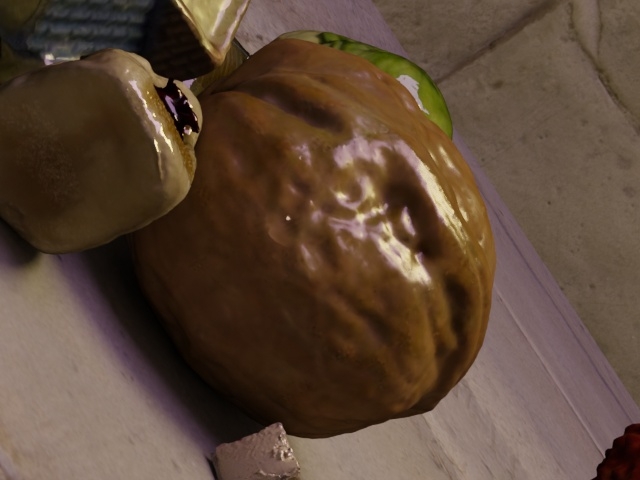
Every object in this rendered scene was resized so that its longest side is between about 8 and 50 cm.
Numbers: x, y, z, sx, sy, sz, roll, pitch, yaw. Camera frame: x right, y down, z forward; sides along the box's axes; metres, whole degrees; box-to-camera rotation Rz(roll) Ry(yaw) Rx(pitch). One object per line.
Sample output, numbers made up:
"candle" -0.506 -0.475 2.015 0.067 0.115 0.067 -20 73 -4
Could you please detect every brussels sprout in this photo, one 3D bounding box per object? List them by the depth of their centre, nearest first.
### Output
"brussels sprout" 0.023 -0.149 2.227 0.271 0.210 0.219 35 3 3

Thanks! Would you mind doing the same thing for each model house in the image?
"model house" -0.232 -0.262 1.650 0.321 0.261 0.266 -5 86 -56

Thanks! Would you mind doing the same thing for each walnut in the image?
"walnut" 0.001 0.009 1.589 0.344 0.306 0.306 55 13 -13

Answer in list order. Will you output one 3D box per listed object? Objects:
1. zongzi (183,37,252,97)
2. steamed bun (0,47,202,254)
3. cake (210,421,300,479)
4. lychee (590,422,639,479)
"zongzi" -0.122 -0.141 1.925 0.221 0.112 0.242 43 26 -47
"steamed bun" -0.162 -0.081 1.421 0.155 0.172 0.141 -40 110 -60
"cake" -0.035 0.196 1.518 0.052 0.065 0.121 65 9 27
"lychee" 0.509 0.387 2.230 0.424 0.424 0.500 58 -3 9
